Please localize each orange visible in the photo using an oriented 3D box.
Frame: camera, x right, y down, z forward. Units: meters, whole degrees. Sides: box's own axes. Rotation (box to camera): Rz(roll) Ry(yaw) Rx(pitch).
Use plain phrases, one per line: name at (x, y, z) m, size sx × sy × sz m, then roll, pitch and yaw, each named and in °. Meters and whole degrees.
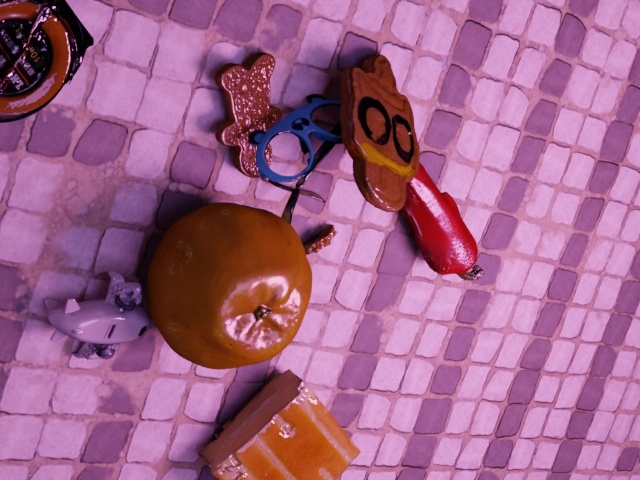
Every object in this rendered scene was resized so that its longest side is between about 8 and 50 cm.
orange at (-0.142, 0.076, 1.751) m, size 0.279 × 0.235 × 0.279 m, roll -11°, pitch 107°, yaw -37°

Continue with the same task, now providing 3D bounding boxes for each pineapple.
pineapple at (0.000, 0.000, 1.950) m, size 0.083 × 0.045 × 0.019 m, roll -36°, pitch 114°, yaw -14°

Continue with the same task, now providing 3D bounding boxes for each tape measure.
tape measure at (-0.430, -0.269, 1.467) m, size 0.223 × 0.135 × 0.202 m, roll -43°, pitch 138°, yaw -11°

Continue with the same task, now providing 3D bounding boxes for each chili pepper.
chili pepper at (0.217, -0.035, 2.054) m, size 0.110 × 0.110 × 0.387 m, roll -43°, pitch 127°, yaw -14°

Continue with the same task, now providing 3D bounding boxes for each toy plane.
toy plane at (-0.349, 0.123, 1.724) m, size 0.174 × 0.080 × 0.174 m, roll -19°, pitch 135°, yaw -20°

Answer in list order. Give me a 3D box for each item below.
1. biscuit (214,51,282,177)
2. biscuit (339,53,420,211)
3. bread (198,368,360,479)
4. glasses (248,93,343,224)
biscuit at (-0.119, -0.199, 1.782) m, size 0.138 × 0.031 × 0.204 m, roll -29°, pitch 124°, yaw -37°
biscuit at (0.108, -0.189, 1.852) m, size 0.208 × 0.041 × 0.290 m, roll 23°, pitch 60°, yaw -49°
bread at (-0.076, 0.391, 2.016) m, size 0.239 × 0.111 × 0.246 m, roll -43°, pitch 128°, yaw -15°
glasses at (-0.012, -0.119, 1.835) m, size 0.239 × 0.102 × 0.206 m, roll -41°, pitch 132°, yaw -35°
